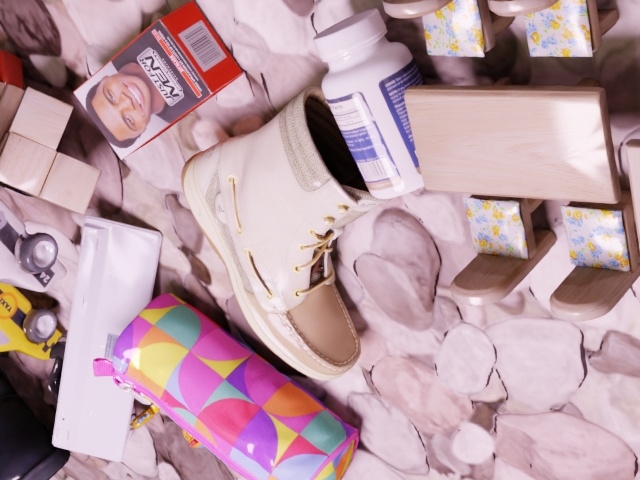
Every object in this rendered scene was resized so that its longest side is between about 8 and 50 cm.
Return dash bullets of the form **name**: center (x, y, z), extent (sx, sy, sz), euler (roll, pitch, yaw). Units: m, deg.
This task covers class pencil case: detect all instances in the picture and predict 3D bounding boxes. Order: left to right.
- **pencil case**: center (-0.080, 0.146, 1.160), extent (0.236, 0.104, 0.104), euler (32, 135, 18)

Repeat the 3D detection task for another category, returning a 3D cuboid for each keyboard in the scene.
- **keyboard**: center (-0.202, 0.097, 1.230), extent (0.072, 0.014, 0.256), euler (11, 116, -4)

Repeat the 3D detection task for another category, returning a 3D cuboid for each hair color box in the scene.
- **hair color box**: center (-0.132, -0.126, 1.051), extent (0.141, 0.043, 0.072), euler (-28, 99, 48)

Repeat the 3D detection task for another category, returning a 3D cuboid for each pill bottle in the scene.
- **pill bottle**: center (0.041, -0.095, 0.907), extent (0.067, 0.067, 0.120), euler (-11, 111, 44)

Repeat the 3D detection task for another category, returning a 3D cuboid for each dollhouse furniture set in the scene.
- **dollhouse furniture set**: center (0.147, -0.046, 0.781), extent (0.242, 0.161, 0.212), euler (6, 122, 38)

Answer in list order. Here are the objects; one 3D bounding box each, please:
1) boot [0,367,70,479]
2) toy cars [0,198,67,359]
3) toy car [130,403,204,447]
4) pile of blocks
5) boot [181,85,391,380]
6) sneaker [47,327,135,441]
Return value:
- **boot**: center (-0.361, 0.167, 1.356), extent (0.207, 0.094, 0.246), euler (51, 171, -10)
- **toy cars**: center (-0.325, 0.033, 1.200), extent (0.176, 0.087, 0.394), euler (30, 156, 2)
- **toy car**: center (-0.136, 0.189, 1.279), extent (0.122, 0.040, 0.060), euler (-17, 107, 45)
- **pile of blocks**: center (-0.336, -0.127, 1.198), extent (0.362, 0.113, 0.149), euler (20, 175, 19)
- **boot**: center (0.000, 0.000, 1.005), extent (0.165, 0.077, 0.213), euler (-26, 97, 45)
- **sneaker**: center (-0.234, 0.151, 1.310), extent (0.063, 0.075, 0.170), euler (20, 130, 29)
